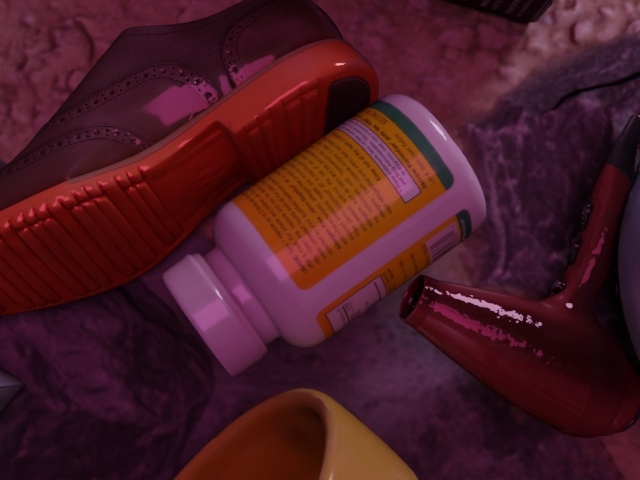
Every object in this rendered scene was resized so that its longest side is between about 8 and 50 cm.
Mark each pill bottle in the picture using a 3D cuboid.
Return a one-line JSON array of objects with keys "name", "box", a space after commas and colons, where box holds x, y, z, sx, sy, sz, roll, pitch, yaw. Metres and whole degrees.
[{"name": "pill bottle", "box": [0.000, 0.000, 0.627, 0.208, 0.117, 0.118, -36, 86, -7]}]

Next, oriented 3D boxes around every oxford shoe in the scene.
[{"name": "oxford shoe", "box": [-0.143, -0.065, 0.656, 0.363, 0.130, 0.133, -28, 65, -10]}]

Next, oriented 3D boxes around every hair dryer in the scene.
[{"name": "hair dryer", "box": [0.193, 0.034, 0.681, 0.293, 0.080, 0.224, -14, 81, -20]}]

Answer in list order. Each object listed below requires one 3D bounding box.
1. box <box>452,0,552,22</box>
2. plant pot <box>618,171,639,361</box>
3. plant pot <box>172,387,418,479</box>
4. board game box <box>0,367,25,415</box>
[{"name": "box", "box": [0.105, -0.289, 0.663, 0.203, 0.167, 0.169, 16, 82, -2]}, {"name": "plant pot", "box": [0.380, 0.016, 0.595, 0.293, 0.196, 0.293, 4, 75, -17]}, {"name": "plant pot", "box": [0.004, 0.263, 0.559, 0.239, 0.254, 0.254, 43, 82, -14]}, {"name": "board game box", "box": [-0.389, 0.160, 0.608, 0.224, 0.097, 0.303, 35, 81, 0]}]
